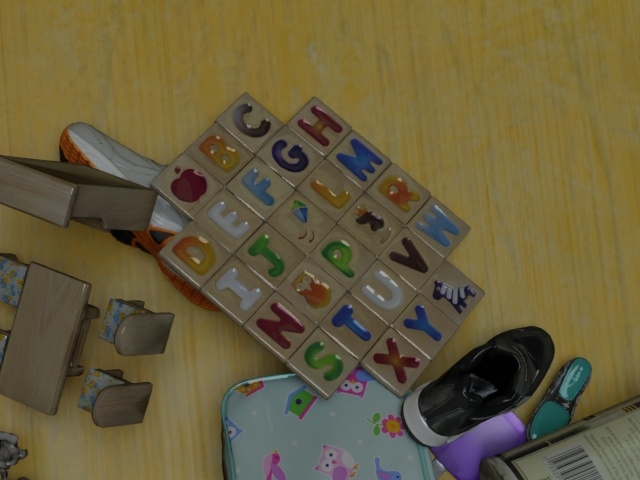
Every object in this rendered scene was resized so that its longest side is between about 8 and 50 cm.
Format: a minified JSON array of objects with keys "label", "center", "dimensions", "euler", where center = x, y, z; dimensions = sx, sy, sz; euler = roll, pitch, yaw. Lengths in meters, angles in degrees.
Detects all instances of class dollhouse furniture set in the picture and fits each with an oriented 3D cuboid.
[{"label":"dollhouse furniture set","center":[-0.273,0.048,1.654],"dimensions":[0.212,0.161,0.242],"euler":[19,97,25]}]

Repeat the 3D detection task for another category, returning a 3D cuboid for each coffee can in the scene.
[{"label":"coffee can","center":[0.329,0.265,1.727],"dimensions":[0.275,0.201,0.201],"euler":[-21,84,-8]}]

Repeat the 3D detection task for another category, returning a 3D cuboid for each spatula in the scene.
[{"label":"spatula","center":[0.089,0.275,1.788],"dimensions":[0.296,0.030,0.084],"euler":[-40,86,-10]}]

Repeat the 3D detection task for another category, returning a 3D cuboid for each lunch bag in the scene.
[{"label":"lunch bag","center":[0.018,0.271,1.717],"dimensions":[0.224,0.108,0.279],"euler":[-8,67,-7]}]

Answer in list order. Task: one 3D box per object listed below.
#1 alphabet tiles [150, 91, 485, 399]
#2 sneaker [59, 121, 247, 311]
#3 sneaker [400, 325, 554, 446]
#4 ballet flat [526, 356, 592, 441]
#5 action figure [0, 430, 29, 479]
[{"label":"alphabet tiles","center":[0.000,0.000,1.768],"dimensions":[0.342,0.011,0.285],"euler":[40,56,4]},{"label":"sneaker","center":[-0.162,-0.044,1.792],"dimensions":[0.262,0.099,0.121],"euler":[42,60,3]},{"label":"sneaker","center":[0.189,0.139,1.736],"dimensions":[0.234,0.106,0.078],"euler":[-25,81,-45]},{"label":"ballet flat","center":[0.256,0.178,1.813],"dimensions":[0.041,0.041,0.114],"euler":[35,71,0]},{"label":"action figure","center":[-0.339,0.262,1.694],"dimensions":[0.276,0.141,0.164],"euler":[22,91,-3]}]
